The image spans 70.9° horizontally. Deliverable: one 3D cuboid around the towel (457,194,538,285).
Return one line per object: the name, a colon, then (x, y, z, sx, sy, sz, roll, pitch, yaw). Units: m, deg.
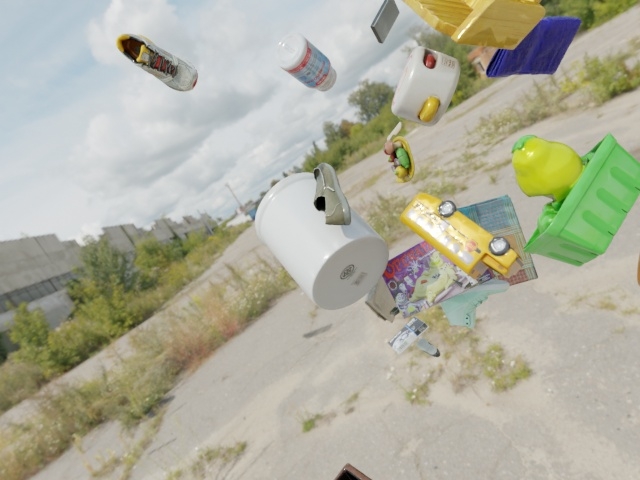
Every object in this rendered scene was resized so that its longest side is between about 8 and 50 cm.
towel: (0.709, 0.012, 1.849, 0.271, 0.371, 0.040, -16, -11, 0)

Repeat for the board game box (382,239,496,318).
board game box: (0.373, 0.103, 1.492, 0.346, 0.208, 0.056, -35, -18, 35)

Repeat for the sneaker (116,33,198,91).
sneaker: (-0.423, -0.455, 1.158, 0.088, 0.225, 0.093, -62, 2, 17)

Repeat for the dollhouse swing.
dollhouse swing: (0.413, -0.718, 1.137, 0.314, 0.347, 0.305, -10, -36, -30)

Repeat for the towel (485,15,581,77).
towel: (0.788, -0.704, 1.657, 0.307, 0.076, 0.228, -11, -35, -18)

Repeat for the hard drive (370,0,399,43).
hard drive: (0.236, -0.806, 1.635, 0.135, 0.022, 0.094, -62, -33, -3)

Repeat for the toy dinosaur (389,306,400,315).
toy dinosaur: (0.356, 0.203, 1.817, 0.118, 0.064, 0.268, -29, -37, -42)

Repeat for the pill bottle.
pill bottle: (-0.029, -0.418, 1.073, 0.087, 0.087, 0.160, -28, -21, 27)

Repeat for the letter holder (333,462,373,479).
letter holder: (0.109, 0.756, 1.101, 0.214, 0.302, 0.152, -40, 22, -27)

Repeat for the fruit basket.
fruit basket: (0.714, -0.154, 1.342, 0.391, 0.392, 0.283, -32, -18, -3)

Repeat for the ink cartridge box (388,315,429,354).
ink cartridge box: (0.442, 0.482, 2.317, 0.206, 0.045, 0.208, -43, 4, -4)

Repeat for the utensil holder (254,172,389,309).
utensil holder: (0.000, 0.000, 1.544, 0.327, 0.328, 0.385, -33, 49, -11)

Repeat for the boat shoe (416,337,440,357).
boat shoe: (0.419, 0.417, 1.743, 0.046, 0.038, 0.125, -50, 20, -10)

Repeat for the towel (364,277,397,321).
towel: (0.273, 0.230, 1.930, 0.049, 0.282, 0.187, 4, 63, 33)

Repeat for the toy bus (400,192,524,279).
toy bus: (0.386, -0.007, 1.245, 0.130, 0.332, 0.108, -51, -35, 8)

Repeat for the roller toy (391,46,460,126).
roller toy: (0.295, -0.420, 1.241, 0.209, 0.146, 0.191, -82, 11, -78)

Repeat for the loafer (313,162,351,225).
loafer: (0.017, -0.140, 1.345, 0.087, 0.094, 0.251, -14, 47, -9)

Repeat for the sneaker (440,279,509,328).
sneaker: (0.573, 0.235, 1.633, 0.255, 0.151, 0.094, -19, -4, 30)

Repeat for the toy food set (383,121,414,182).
toy food set: (0.281, -0.323, 1.711, 0.071, 0.218, 0.128, -12, -10, -23)

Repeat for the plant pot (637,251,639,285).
plant pot: (1.361, 0.055, 1.710, 0.203, 0.291, 0.290, 12, 39, 44)
